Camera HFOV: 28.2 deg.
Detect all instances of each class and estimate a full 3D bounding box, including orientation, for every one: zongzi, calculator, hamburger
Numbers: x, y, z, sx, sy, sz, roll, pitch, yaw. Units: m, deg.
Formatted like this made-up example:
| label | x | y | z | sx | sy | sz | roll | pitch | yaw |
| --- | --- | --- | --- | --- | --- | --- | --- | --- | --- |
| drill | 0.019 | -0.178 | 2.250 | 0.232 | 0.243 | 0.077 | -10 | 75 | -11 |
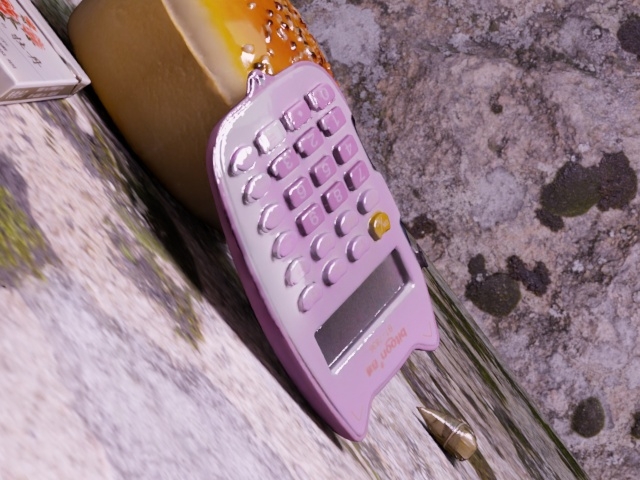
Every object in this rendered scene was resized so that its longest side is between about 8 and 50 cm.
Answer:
| label | x | y | z | sx | sy | sz | roll | pitch | yaw |
| --- | --- | --- | --- | --- | --- | --- | --- | --- | --- |
| zongzi | 0.140 | 0.215 | 1.459 | 0.083 | 0.040 | 0.076 | 36 | -1 | 4 |
| calculator | -0.001 | 0.000 | 1.012 | 0.194 | 0.043 | 0.294 | -43 | 117 | -44 |
| hamburger | -0.089 | -0.149 | 1.139 | 0.300 | 0.176 | 0.300 | 54 | 7 | -10 |

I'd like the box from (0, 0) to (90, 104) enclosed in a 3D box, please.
| label | x | y | z | sx | sy | sz | roll | pitch | yaw |
| --- | --- | --- | --- | --- | --- | --- | --- | --- | --- |
| box | -0.218 | -0.143 | 0.862 | 0.109 | 0.029 | 0.198 | 53 | 8 | -4 |
